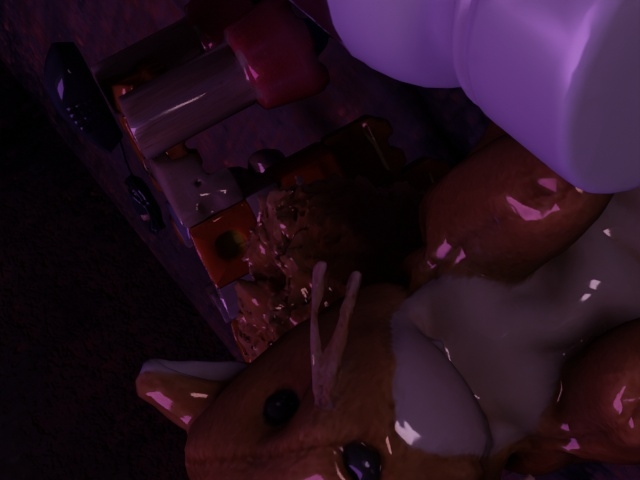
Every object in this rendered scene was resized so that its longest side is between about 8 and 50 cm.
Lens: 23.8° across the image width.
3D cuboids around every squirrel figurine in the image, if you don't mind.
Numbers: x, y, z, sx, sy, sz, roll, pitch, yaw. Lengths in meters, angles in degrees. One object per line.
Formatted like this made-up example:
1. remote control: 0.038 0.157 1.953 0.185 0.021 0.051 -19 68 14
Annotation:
1. squirrel figurine: 0.085 0.059 0.866 0.281 0.370 0.397 54 165 -7

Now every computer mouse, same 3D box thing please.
1. computer mouse: -0.191 -0.081 1.342 0.071 0.041 0.242 55 172 43

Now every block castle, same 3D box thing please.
1. block castle: 0.000 0.000 1.317 0.453 0.213 0.303 64 174 -17

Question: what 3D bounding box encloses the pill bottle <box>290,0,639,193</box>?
1. pill bottle: 0.037 -0.209 0.681 0.392 0.224 0.224 44 163 28
